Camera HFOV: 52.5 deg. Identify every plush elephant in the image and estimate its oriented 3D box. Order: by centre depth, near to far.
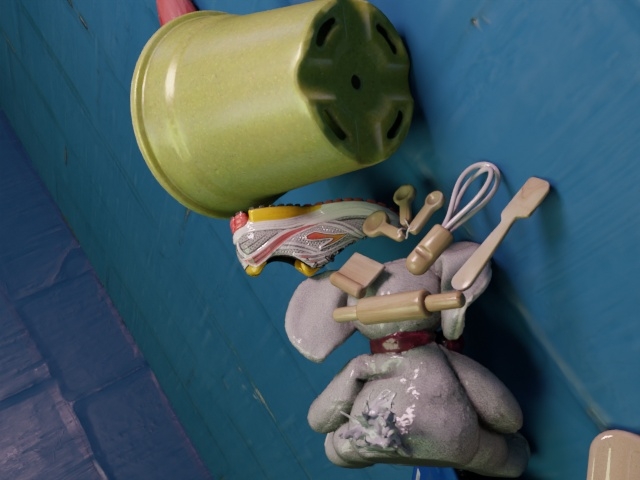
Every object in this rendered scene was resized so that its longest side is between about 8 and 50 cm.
[{"bbox_3d":[0.105,0.142,0.802,0.272,0.255,0.330,-4,155,19],"label":"plush elephant"}]

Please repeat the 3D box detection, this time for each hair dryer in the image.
[{"bbox_3d":[-0.244,-0.308,1.139,0.224,0.080,0.293,36,141,40],"label":"hair dryer"}]

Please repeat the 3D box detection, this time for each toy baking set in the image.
[{"bbox_3d":[0.112,0.001,0.702,0.256,0.196,0.030,-9,140,44],"label":"toy baking set"}]

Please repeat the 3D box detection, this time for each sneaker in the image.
[{"bbox_3d":[0.000,0.000,0.842,0.088,0.226,0.092,125,137,-78],"label":"sneaker"}]

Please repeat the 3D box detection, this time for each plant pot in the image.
[{"bbox_3d":[-0.039,-0.166,0.776,0.254,0.276,0.275,-1,113,46],"label":"plant pot"}]

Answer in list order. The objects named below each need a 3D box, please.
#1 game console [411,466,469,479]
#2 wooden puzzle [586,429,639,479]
[{"bbox_3d":[0.251,0.427,0.959,0.250,0.174,0.293,-109,18,-56],"label":"game console"},{"bbox_3d":[0.348,0.363,0.552,0.348,0.081,0.321,171,106,-80],"label":"wooden puzzle"}]
